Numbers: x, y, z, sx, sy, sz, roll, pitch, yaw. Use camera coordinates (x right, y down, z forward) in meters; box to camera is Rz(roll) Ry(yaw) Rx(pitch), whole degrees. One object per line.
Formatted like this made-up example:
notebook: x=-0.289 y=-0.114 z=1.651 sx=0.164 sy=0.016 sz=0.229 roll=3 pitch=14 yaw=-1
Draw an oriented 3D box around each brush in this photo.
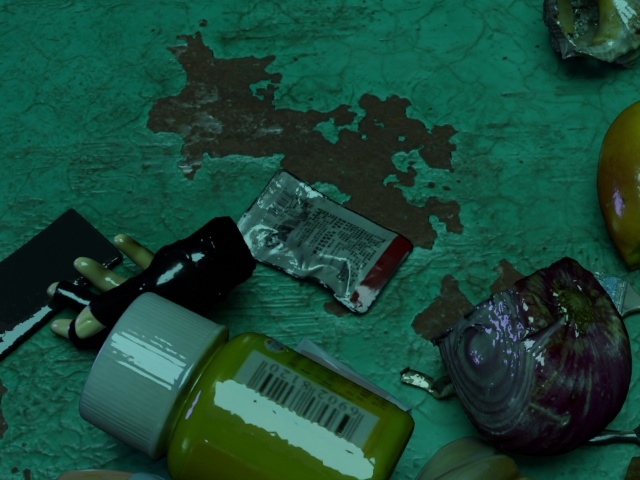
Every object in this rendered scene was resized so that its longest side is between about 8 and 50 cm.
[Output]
brush: x=0.453 y=0.090 z=2.073 sx=0.196 sy=0.021 sz=0.070 roll=13 pitch=61 yaw=9
brush: x=0.432 y=0.262 z=1.967 sx=0.193 sy=0.016 sz=0.063 roll=-2 pitch=57 yaw=0

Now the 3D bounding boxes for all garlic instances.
garlic: x=0.186 y=0.361 z=1.842 sx=0.217 sy=0.110 sz=0.228 roll=32 pitch=69 yaw=37

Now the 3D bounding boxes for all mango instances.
mango: x=0.485 y=-0.099 z=2.123 sx=0.187 sy=0.138 sz=0.257 roll=-3 pitch=63 yaw=-15

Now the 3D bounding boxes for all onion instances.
onion: x=0.292 y=0.161 z=1.917 sx=0.256 sy=0.272 sz=0.230 roll=-28 pitch=73 yaw=-21

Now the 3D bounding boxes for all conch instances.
conch: x=0.415 y=-0.365 z=2.266 sx=0.163 sy=0.245 sz=0.178 roll=-15 pitch=22 yaw=33

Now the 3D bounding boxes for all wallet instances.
wallet: x=-0.412 y=0.060 z=2.109 sx=0.124 sy=0.025 sz=0.244 roll=39 pitch=67 yaw=23

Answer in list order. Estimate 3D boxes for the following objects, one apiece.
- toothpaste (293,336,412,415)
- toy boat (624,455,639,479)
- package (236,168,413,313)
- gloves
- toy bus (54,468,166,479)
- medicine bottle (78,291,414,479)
toothpaste: x=0.034 y=0.201 z=2.005 sx=0.194 sy=0.043 sz=0.067 roll=29 pitch=64 yaw=24
toy boat: x=0.421 y=0.329 z=1.898 sx=0.066 sy=0.065 sz=0.172 roll=27 pitch=61 yaw=1
package: x=0.000 y=0.000 z=2.133 sx=0.239 sy=0.030 sz=0.154 roll=28 pitch=62 yaw=17
gloves: x=-0.242 y=0.071 z=2.019 sx=0.301 sy=0.197 sz=0.152 roll=-10 pitch=101 yaw=16
toy bus: x=-0.285 y=0.414 z=1.794 sx=0.232 sy=0.194 sz=0.288 roll=12 pitch=59 yaw=18
medicine bottle: x=-0.095 y=0.232 z=1.852 sx=0.384 sy=0.224 sz=0.224 roll=27 pitch=62 yaw=7
